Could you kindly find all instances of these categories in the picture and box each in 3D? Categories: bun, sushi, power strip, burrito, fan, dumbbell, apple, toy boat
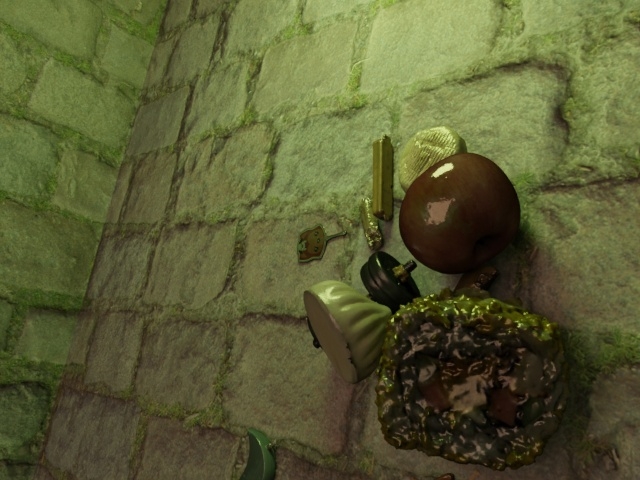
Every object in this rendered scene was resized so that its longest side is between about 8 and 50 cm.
[{"bbox_3d":[0.086,0.201,1.269,0.175,0.263,0.263,-24,46,-17],"label":"bun"},{"bbox_3d":[0.321,0.279,1.122,0.396,0.240,0.351,4,88,21],"label":"sushi"},{"bbox_3d":[-0.211,0.712,1.618,0.167,0.054,0.253,33,96,42],"label":"power strip"},{"bbox_3d":[0.155,-0.057,1.611,0.058,0.045,0.188,-26,55,24],"label":"burrito"},{"bbox_3d":[0.194,-0.198,1.620,0.044,0.064,0.305,-17,62,44],"label":"power strip"},{"bbox_3d":[0.000,0.000,1.752,0.220,0.009,0.132,-17,62,37],"label":"fan"},{"bbox_3d":[0.320,-0.204,1.462,0.220,0.134,0.220,-24,55,41],"label":"bun"},{"bbox_3d":[0.119,0.182,1.451,0.388,0.185,0.185,-42,50,21],"label":"dumbbell"},{"bbox_3d":[0.342,-0.061,1.272,0.306,0.305,0.235,-49,47,15],"label":"apple"},{"bbox_3d":[0.358,0.211,1.288,0.121,0.089,0.321,29,93,36],"label":"toy boat"}]

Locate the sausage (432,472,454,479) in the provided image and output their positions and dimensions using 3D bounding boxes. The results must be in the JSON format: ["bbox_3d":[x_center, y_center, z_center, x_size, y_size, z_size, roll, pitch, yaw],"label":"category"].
[{"bbox_3d":[0.272,0.591,1.252,0.116,0.026,0.026,-40,51,22],"label":"sausage"}]
